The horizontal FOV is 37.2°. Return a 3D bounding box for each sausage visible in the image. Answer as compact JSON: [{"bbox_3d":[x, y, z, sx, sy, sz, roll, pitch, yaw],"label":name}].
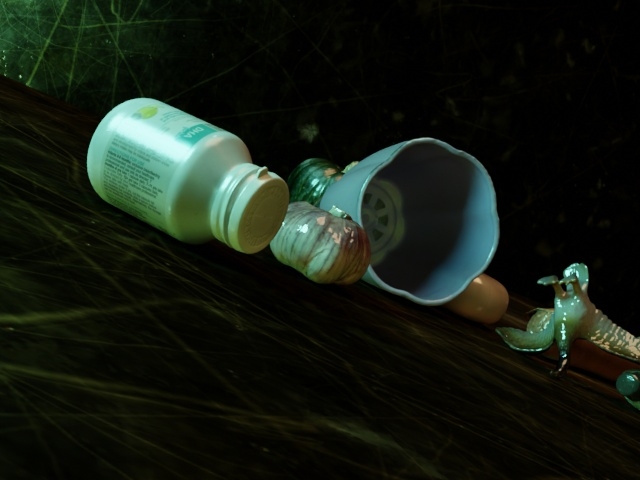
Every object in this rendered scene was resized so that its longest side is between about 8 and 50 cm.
[{"bbox_3d":[0.519,0.203,1.720,0.419,0.094,0.094,19,-16,-37],"label":"sausage"}]

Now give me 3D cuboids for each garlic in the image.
[{"bbox_3d":[0.000,0.000,1.283,0.147,0.102,0.159,23,3,4],"label":"garlic"}]

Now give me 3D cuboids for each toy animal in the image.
[{"bbox_3d":[0.366,0.129,1.445,0.273,0.160,0.197,-3,10,34],"label":"toy animal"}]

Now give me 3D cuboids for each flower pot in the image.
[{"bbox_3d":[0.126,-0.039,1.588,0.265,0.265,0.243,22,-4,-24],"label":"flower pot"}]

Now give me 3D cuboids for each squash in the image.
[{"bbox_3d":[0.028,-0.075,1.930,0.218,0.172,0.218,18,32,-11],"label":"squash"}]

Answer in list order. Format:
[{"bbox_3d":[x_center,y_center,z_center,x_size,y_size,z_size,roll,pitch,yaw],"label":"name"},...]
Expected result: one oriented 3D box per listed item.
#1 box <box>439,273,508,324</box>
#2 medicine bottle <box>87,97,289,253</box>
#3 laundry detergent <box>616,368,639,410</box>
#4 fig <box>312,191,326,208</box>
[{"bbox_3d":[0.245,0.084,1.710,0.146,0.088,0.200,23,3,-37],"label":"box"},{"bbox_3d":[-0.146,-0.068,1.076,0.215,0.135,0.135,26,4,26],"label":"medicine bottle"},{"bbox_3d":[0.524,0.238,1.475,0.226,0.070,0.099,19,15,-44],"label":"laundry detergent"},{"bbox_3d":[0.081,0.009,1.767,0.245,0.149,0.149,43,2,-6],"label":"fig"}]
